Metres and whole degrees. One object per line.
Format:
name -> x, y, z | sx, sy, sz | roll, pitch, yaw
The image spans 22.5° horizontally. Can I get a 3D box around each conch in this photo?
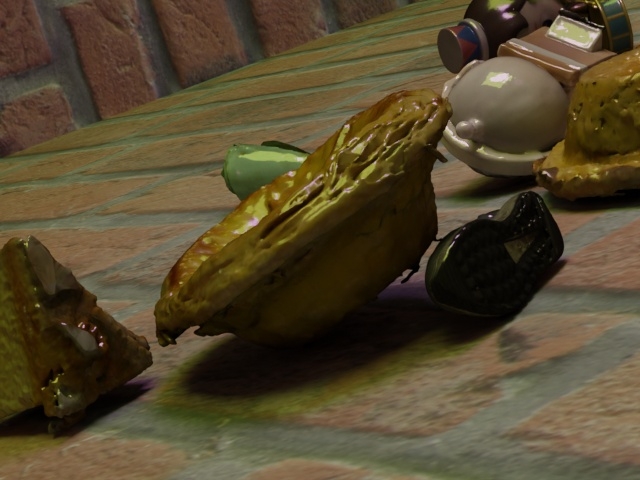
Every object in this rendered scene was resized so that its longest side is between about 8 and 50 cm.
conch -> -0.038, -0.081, 1.923 | 0.170, 0.079, 0.106 | 5, 26, 24

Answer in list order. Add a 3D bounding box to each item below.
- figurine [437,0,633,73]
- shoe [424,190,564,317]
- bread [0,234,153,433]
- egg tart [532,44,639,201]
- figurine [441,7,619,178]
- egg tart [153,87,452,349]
figurine -> 0.299, -0.296, 2.250 | 0.275, 0.161, 0.158 | -19, 48, 2
shoe -> 0.118, 0.020, 1.223 | 0.077, 0.074, 0.194 | -24, 4, 33
bread -> -0.227, 0.072, 1.289 | 0.147, 0.152, 0.127 | -19, 6, 42
egg tart -> 0.325, -0.121, 1.468 | 0.288, 0.118, 0.288 | -21, 12, 5
figurine -> 0.210, -0.134, 1.661 | 0.162, 0.141, 0.237 | 27, 43, 24
egg tart -> 0.000, 0.000, 1.261 | 0.295, 0.116, 0.295 | -38, 9, 7
